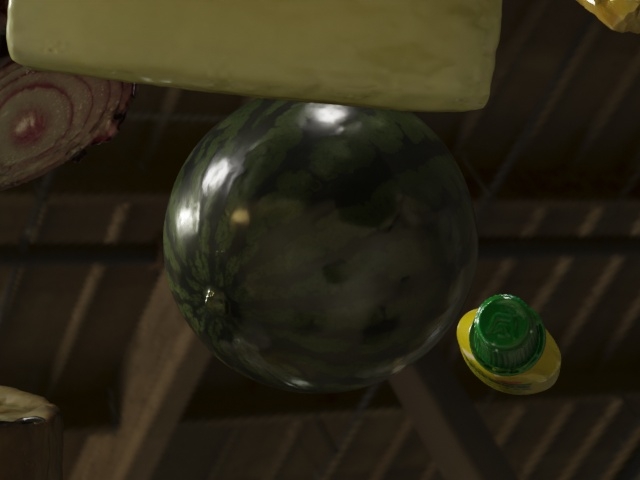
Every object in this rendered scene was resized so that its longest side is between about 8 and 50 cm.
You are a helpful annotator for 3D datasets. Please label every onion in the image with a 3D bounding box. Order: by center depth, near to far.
[{"bbox_3d":[-0.230,-0.148,1.115,0.195,0.140,0.218,-18,-31,-19],"label":"onion"}]

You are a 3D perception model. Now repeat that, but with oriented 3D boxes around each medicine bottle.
[{"bbox_3d":[0.183,0.099,1.507,0.309,0.111,0.076,57,-126,-76],"label":"medicine bottle"}]

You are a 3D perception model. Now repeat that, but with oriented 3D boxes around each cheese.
[{"bbox_3d":[-0.028,-0.201,0.861,0.266,0.124,0.242,6,-84,-2],"label":"cheese"}]

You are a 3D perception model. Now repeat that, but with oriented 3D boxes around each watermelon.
[{"bbox_3d":[0.000,0.000,1.015,0.212,0.212,0.212,-18,-39,-15],"label":"watermelon"}]

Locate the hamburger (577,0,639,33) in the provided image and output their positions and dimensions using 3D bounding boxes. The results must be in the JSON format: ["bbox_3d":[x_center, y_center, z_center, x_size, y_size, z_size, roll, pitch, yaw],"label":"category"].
[{"bbox_3d":[0.237,-0.187,0.689,0.305,0.284,0.174,14,-44,7],"label":"hamburger"}]

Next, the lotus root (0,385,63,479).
[{"bbox_3d":[-0.372,0.143,1.026,0.390,0.375,0.111,3,-84,-37],"label":"lotus root"}]
